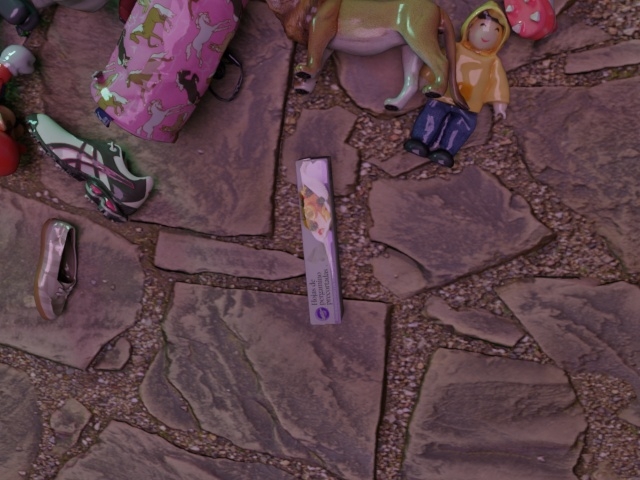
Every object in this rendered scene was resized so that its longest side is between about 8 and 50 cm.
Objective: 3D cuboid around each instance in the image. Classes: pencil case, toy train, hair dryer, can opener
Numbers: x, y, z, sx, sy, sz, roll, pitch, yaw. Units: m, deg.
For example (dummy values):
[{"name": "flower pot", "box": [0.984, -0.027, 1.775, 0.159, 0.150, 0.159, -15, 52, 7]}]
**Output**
[{"name": "pencil case", "box": [-0.243, -0.357, 0.995, 0.160, 0.167, 0.386, 45, 108, 38]}, {"name": "toy train", "box": [-0.593, -0.438, 1.151, 0.017, 0.023, 0.083, -15, 100, 11]}, {"name": "hair dryer", "box": [-0.260, -0.409, 1.098, 0.224, 0.080, 0.293, -2, 110, -3]}, {"name": "can opener", "box": [-0.621, -0.521, 1.098, 0.095, 0.076, 0.283, -45, 86, 6]}]

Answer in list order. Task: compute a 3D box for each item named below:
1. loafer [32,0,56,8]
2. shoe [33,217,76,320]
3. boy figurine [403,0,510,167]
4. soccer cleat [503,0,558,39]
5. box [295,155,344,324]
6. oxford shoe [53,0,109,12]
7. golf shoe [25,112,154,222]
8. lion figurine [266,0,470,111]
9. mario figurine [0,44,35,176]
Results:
[{"name": "loafer", "box": [-0.562, -0.582, 1.071, 0.111, 0.112, 0.319, -29, 98, 4]}, {"name": "shoe", "box": [-0.546, 0.065, 1.227, 0.058, 0.076, 0.219, 10, 101, 11]}, {"name": "boy figurine", "box": [0.256, -0.271, 1.035, 0.177, 0.092, 0.285, 26, 108, 4]}, {"name": "soccer cleat", "box": [0.336, -0.457, 0.997, 0.083, 0.095, 0.248, -20, 84, 45]}, {"name": "box", "box": [0.000, 0.000, 1.142, 0.063, 0.067, 0.324, -3, 103, 10]}, {"name": "oxford shoe", "box": [-0.320, -0.574, 1.027, 0.169, 0.130, 0.449, 42, 86, 7]}, {"name": "golf shoe", "box": [-0.454, -0.161, 1.168, 0.120, 0.105, 0.273, -45, 95, -6]}, {"name": "lion figurine", "box": [0.082, -0.362, 1.003, 0.392, 0.142, 0.240, 14, 82, 4]}, {"name": "mario figurine", "box": [-0.651, -0.284, 1.164, 0.170, 0.198, 0.320, -13, 94, -31]}]
